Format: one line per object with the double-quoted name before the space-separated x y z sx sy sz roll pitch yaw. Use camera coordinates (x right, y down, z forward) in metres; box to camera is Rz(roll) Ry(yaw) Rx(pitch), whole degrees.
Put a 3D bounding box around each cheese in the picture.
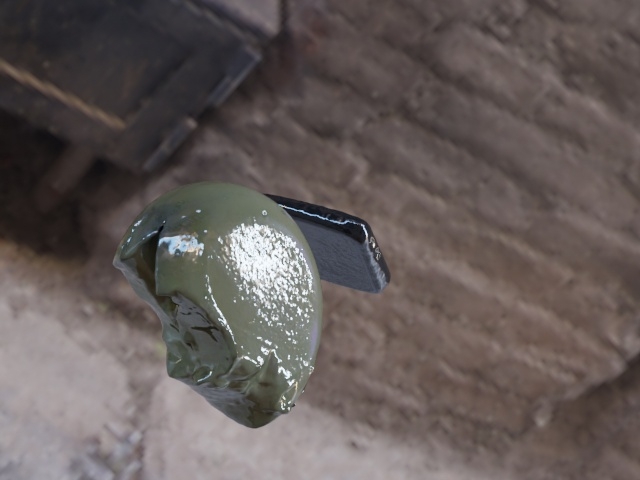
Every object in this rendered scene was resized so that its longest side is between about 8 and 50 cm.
"cheese" -0.081 0.037 1.340 0.202 0.091 0.175 44 51 -43

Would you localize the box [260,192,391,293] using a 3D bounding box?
"box" 0.000 0.000 1.615 0.126 0.125 0.027 16 65 22
